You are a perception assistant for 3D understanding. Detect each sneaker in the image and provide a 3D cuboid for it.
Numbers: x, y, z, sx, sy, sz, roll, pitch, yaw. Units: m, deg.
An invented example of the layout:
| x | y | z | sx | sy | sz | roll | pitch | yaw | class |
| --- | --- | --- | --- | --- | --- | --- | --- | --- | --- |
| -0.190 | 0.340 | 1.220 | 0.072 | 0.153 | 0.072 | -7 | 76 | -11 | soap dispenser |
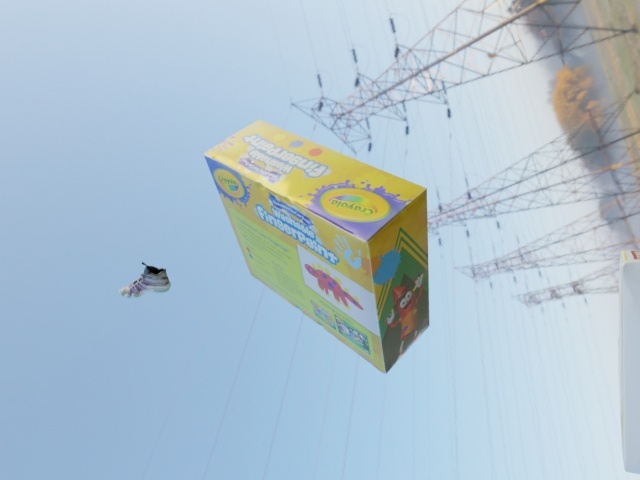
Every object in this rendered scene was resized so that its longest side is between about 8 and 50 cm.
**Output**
| x | y | z | sx | sy | sz | roll | pitch | yaw | class |
| --- | --- | --- | --- | --- | --- | --- | --- | --- | --- |
| -0.347 | 0.073 | 0.930 | 0.038 | 0.098 | 0.069 | -123 | 26 | -55 | sneaker |

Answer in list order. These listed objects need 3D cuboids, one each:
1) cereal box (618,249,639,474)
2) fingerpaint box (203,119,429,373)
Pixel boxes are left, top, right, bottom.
| x | y | z | sx | sy | sz | roll | pitch | yaw | class |
| --- | --- | --- | --- | --- | --- | --- | --- | --- | --- |
| 0.336 | 0.092 | 0.312 | 0.047 | 0.240 | 0.173 | -23 | -72 | -58 | cereal box |
| 0.000 | 0.000 | 0.976 | 0.163 | 0.444 | 0.371 | -39 | -42 | -25 | fingerpaint box |
